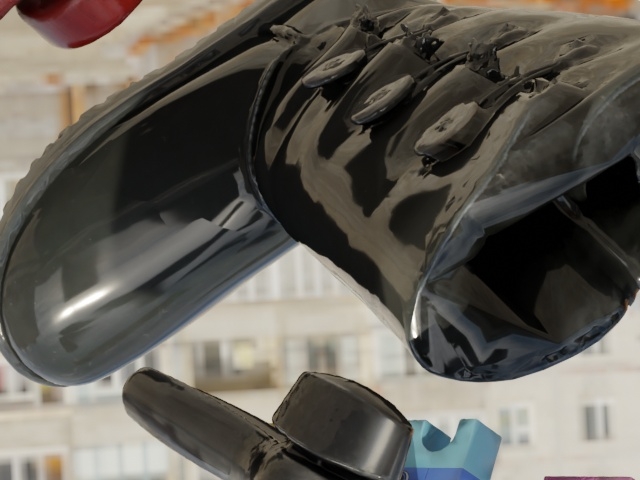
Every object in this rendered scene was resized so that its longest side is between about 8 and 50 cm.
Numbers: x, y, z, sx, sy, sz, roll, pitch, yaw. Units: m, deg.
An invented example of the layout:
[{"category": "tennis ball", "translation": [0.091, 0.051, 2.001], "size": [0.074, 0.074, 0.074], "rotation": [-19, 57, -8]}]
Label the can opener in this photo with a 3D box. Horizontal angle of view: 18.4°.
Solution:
[{"category": "can opener", "translation": [-0.021, 0.086, 0.788], "size": [0.059, 0.073, 0.186], "rotation": [38, 167, -30]}]

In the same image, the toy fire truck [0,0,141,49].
[{"category": "toy fire truck", "translation": [-0.251, -0.179, 1.193], "size": [0.169, 0.254, 0.302], "rotation": [41, -168, -35]}]

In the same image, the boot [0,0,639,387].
[{"category": "boot", "translation": [0.001, -0.002, 1.100], "size": [0.146, 0.367, 0.445], "rotation": [46, 175, -28]}]

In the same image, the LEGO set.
[{"category": "LEGO set", "translation": [0.020, 0.136, 0.872], "size": [0.227, 0.093, 0.087], "rotation": [-6, 147, 44]}]
